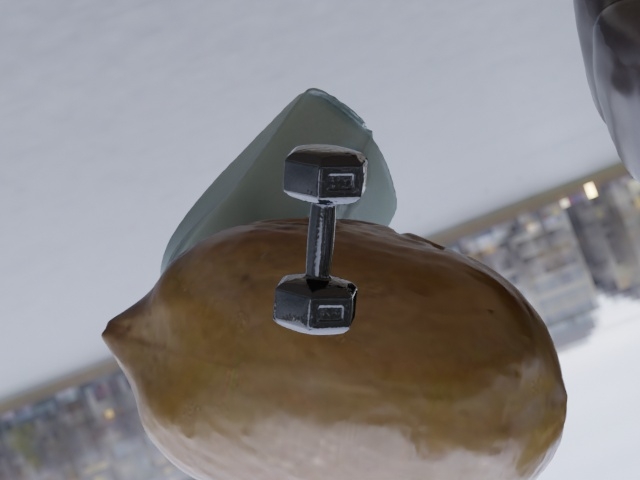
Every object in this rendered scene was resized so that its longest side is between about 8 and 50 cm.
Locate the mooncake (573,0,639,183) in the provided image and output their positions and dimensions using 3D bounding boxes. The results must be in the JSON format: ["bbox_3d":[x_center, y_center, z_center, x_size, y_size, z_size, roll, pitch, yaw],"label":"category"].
[{"bbox_3d":[0.324,-0.147,1.309,0.306,0.154,0.306,-16,-149,10],"label":"mooncake"}]

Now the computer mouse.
[{"bbox_3d":[-0.021,-0.004,1.301,0.079,0.128,0.231,-2,-137,52],"label":"computer mouse"}]

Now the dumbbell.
[{"bbox_3d":[0.000,0.000,0.814,0.040,0.083,0.036,14,-165,36],"label":"dumbbell"}]

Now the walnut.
[{"bbox_3d":[0.007,0.078,1.150,0.298,0.203,0.203,14,-176,8],"label":"walnut"}]
